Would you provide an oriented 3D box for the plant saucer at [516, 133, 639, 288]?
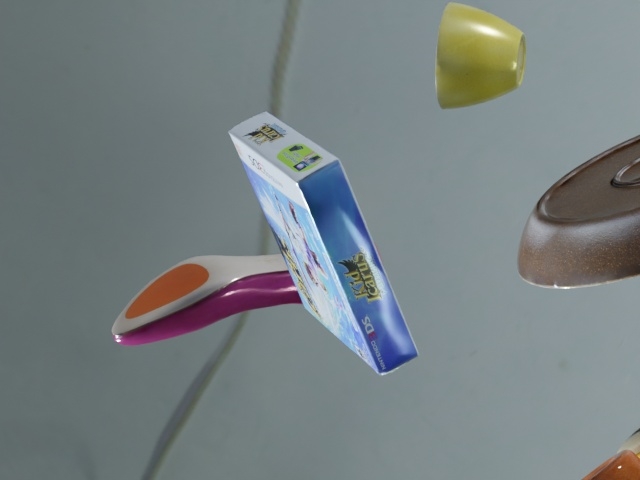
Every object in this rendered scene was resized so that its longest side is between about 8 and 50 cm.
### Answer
[{"bbox_3d":[0.315,-0.051,1.382,0.310,0.310,0.050,-20,104,21],"label":"plant saucer"}]

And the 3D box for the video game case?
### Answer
[{"bbox_3d":[0.000,0.000,1.792,0.061,0.244,0.270,-28,115,-11],"label":"video game case"}]

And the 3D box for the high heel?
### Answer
[{"bbox_3d":[-0.085,0.092,2.031,0.377,0.127,0.181,-25,119,-8],"label":"high heel"}]

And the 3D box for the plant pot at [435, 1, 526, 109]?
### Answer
[{"bbox_3d":[0.204,-0.227,1.883,0.095,0.134,0.134,6,103,17],"label":"plant pot"}]

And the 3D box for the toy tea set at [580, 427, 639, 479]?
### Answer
[{"bbox_3d":[0.340,0.179,1.217,0.124,0.200,0.336,53,142,9],"label":"toy tea set"}]
